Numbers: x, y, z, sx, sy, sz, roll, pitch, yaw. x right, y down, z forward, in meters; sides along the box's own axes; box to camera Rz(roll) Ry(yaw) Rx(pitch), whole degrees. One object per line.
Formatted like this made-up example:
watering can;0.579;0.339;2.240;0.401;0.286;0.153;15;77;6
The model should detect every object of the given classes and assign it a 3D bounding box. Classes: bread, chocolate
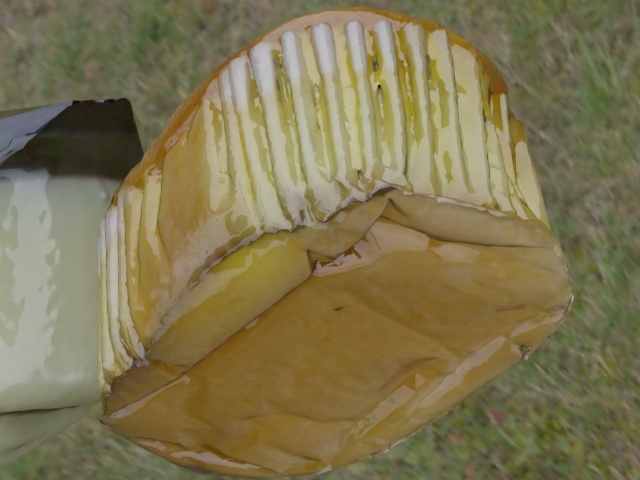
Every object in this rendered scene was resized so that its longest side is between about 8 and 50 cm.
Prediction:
bread;0.000;0.000;0.975;0.288;0.204;0.156;-49;36;44
chocolate;-0.284;0.048;1.583;0.326;0.314;0.297;-15;89;-5
